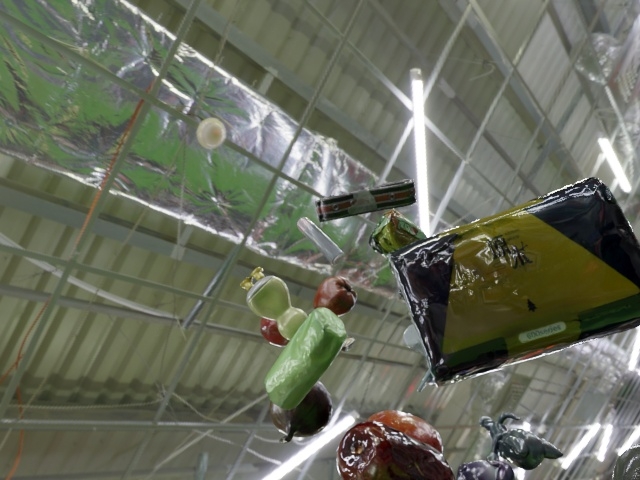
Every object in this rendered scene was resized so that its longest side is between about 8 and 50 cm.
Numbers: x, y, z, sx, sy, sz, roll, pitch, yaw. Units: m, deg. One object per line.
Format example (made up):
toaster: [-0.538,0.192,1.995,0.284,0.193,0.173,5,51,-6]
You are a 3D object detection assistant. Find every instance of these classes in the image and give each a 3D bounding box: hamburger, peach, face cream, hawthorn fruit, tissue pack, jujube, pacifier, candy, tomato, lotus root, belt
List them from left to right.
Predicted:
tomato: [-0.172,0.344,1.941,0.168,0.167,0.167,-21,-56,-34]
candy: [-0.049,0.359,1.431,0.343,0.132,0.142,-57,4,26]
face cream: [0.000,0.000,1.676,0.057,0.198,0.084,-42,-24,-2]
hawthorn fruit: [0.045,0.188,1.558,0.138,0.132,0.133,-39,-36,28]
lotus root: [0.082,0.338,1.559,0.083,0.038,0.030,-14,-54,-60]
belt: [0.163,-0.141,1.701,0.360,0.126,0.094,-12,-82,2]
peach: [0.270,0.781,1.741,0.373,0.373,0.289,-43,-80,-17]
jujube: [0.177,0.545,1.111,0.223,0.223,0.318,-51,-61,-10]
hamburger: [0.298,0.006,1.799,0.125,0.214,0.235,-54,2,45]
pacifier: [0.367,0.366,1.603,0.279,0.207,0.227,-50,-19,-18]
tissue pack: [0.365,0.095,0.921,0.417,0.263,0.253,-20,-24,9]

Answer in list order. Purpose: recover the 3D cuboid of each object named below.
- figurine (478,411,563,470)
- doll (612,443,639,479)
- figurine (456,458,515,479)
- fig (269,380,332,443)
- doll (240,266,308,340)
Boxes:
figurine: [0.643,0.660,1.582,0.193,0.265,0.140,19,-74,-14]
doll: [0.963,0.660,1.297,0.252,0.378,0.382,39,-62,-12]
figurine: [0.473,0.722,1.418,0.223,0.145,0.145,-19,-57,-31]
fig: [-0.069,0.602,1.721,0.235,0.214,0.234,0,-82,-1]
doll: [-0.139,0.222,1.580,0.141,0.296,0.117,-43,-4,-2]
